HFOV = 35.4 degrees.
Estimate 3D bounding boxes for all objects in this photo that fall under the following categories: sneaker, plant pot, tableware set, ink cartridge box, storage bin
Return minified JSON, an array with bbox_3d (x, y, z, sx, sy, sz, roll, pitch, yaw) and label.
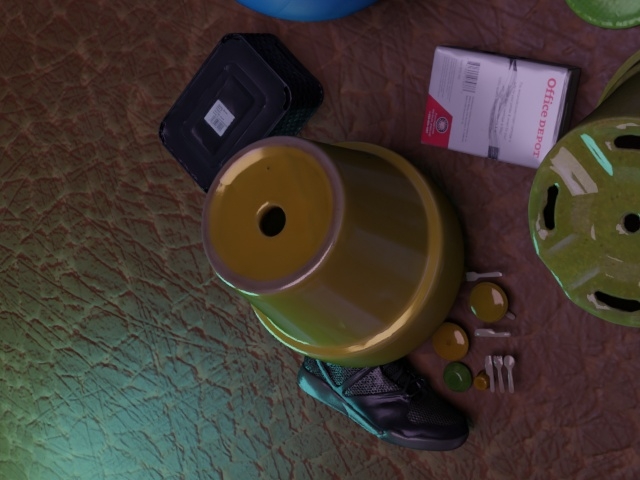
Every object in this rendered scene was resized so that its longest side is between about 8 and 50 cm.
[{"bbox_3d":[0.081,0.160,1.202,0.227,0.087,0.130,27,118,27],"label":"sneaker"},{"bbox_3d":[0.323,-0.047,0.903,0.276,0.254,0.276,14,114,35],"label":"plant pot"},{"bbox_3d":[0.000,0.000,1.083,0.254,0.239,0.254,-7,75,26],"label":"plant pot"},{"bbox_3d":[0.179,0.106,1.177,0.104,0.024,0.154,-3,100,32],"label":"tableware set"},{"bbox_3d":[0.196,-0.146,1.090,0.150,0.063,0.109,16,107,25],"label":"ink cartridge box"},{"bbox_3d":[-0.100,-0.156,1.238,0.122,0.084,0.180,48,117,12],"label":"storage bin"}]

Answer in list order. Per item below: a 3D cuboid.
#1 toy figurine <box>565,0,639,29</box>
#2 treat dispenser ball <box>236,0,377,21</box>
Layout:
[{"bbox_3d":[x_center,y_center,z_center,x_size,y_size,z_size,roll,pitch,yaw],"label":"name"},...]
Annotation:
[{"bbox_3d":[0.292,-0.270,0.957,0.173,0.159,0.130,1,101,28],"label":"toy figurine"},{"bbox_3d":[-0.013,-0.371,1.028,0.288,0.288,0.288,6,103,27],"label":"treat dispenser ball"}]
